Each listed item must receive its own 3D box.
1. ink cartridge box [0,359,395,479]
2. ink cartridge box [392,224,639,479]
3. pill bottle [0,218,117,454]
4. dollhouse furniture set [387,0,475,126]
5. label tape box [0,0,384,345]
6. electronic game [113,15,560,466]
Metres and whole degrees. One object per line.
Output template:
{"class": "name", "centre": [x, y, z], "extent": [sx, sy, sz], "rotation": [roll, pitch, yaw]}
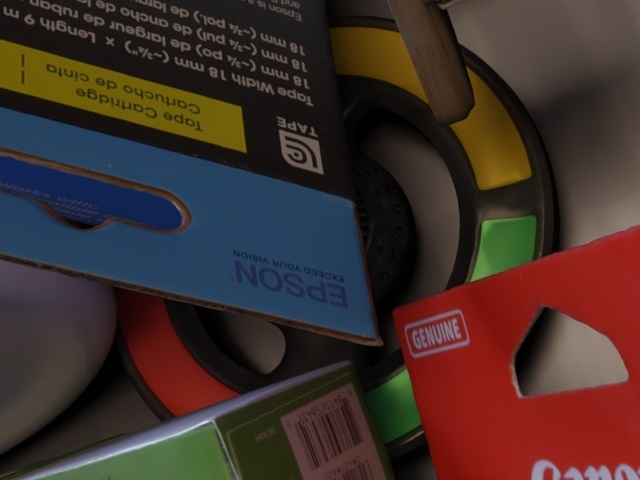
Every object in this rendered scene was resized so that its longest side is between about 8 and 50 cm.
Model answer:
{"class": "ink cartridge box", "centre": [-0.085, 0.117, 0.672], "extent": [0.209, 0.109, 0.062], "rotation": [-20, 88, 32]}
{"class": "ink cartridge box", "centre": [0.083, 0.127, 0.511], "extent": [0.060, 0.275, 0.238], "rotation": [-15, 86, -21]}
{"class": "pill bottle", "centre": [-0.256, -0.069, 0.773], "extent": [0.210, 0.210, 0.363], "rotation": [-32, 63, 10]}
{"class": "dollhouse furniture set", "centre": [0.214, -0.105, 0.609], "extent": [0.362, 0.256, 0.394], "rotation": [-17, 48, 9]}
{"class": "label tape box", "centre": [-0.120, -0.088, 0.644], "extent": [0.106, 0.241, 0.333], "rotation": [-51, 34, 41]}
{"class": "electronic game", "centre": [0.000, 0.000, 0.735], "extent": [0.229, 0.048, 0.229], "rotation": [-7, 70, 20]}
